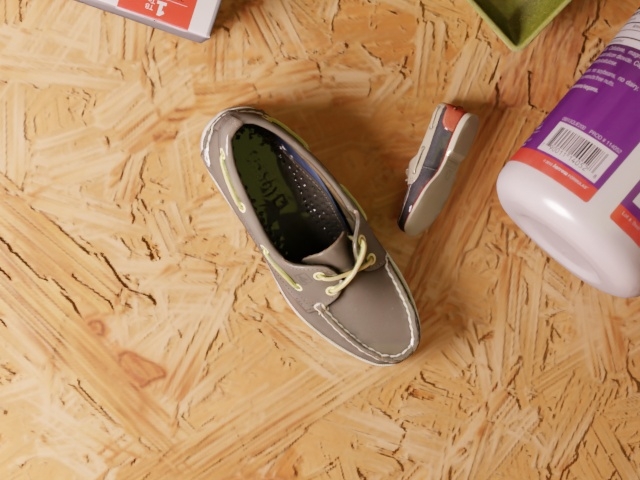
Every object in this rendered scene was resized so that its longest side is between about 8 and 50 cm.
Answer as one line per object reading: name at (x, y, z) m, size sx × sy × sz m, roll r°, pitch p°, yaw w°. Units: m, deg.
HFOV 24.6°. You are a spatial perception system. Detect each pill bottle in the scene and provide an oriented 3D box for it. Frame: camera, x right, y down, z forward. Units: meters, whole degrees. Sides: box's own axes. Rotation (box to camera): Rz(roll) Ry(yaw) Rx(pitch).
pill bottle at (0.331, -0.114, 1.410) m, size 0.181 × 0.181 × 0.323 m, roll 42°, pitch 86°, yaw -11°

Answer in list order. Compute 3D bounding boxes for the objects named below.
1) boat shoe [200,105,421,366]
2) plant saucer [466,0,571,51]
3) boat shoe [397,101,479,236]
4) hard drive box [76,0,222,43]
boat shoe at (-0.004, 0.003, 1.398) m, size 0.109 × 0.091 × 0.305 m, roll -39°, pitch 100°, yaw -6°
plant saucer at (0.187, -0.312, 1.435) m, size 0.188 × 0.045 × 0.188 m, roll -45°, pitch 101°, yaw -5°
boat shoe at (0.107, -0.070, 1.441) m, size 0.043 × 0.049 × 0.137 m, roll 26°, pitch 92°, yaw 30°
hard drive box at (-0.153, -0.320, 1.346) m, size 0.181 × 0.089 × 0.232 m, roll 17°, pitch 91°, yaw -11°
